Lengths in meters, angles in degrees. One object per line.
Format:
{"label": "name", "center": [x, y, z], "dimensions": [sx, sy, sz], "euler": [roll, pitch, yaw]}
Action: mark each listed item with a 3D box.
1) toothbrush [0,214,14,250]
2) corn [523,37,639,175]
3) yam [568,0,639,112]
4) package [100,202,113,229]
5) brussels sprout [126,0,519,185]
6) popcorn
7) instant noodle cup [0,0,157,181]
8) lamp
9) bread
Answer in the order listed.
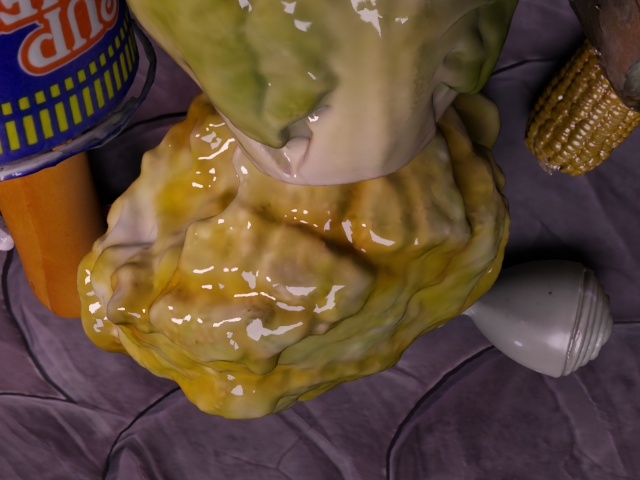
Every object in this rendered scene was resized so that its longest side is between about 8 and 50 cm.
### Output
{"label": "toothbrush", "center": [-0.388, -0.095, 1.344], "dimensions": [0.030, 0.025, 0.342], "euler": [-26, 128, 34]}
{"label": "corn", "center": [0.236, -0.137, 1.235], "dimensions": [0.080, 0.080, 0.238], "euler": [19, 132, -15]}
{"label": "yam", "center": [0.231, -0.209, 1.052], "dimensions": [0.161, 0.268, 0.161], "euler": [-10, 141, -8]}
{"label": "package", "center": [-0.169, -0.005, 1.419], "dimensions": [0.059, 0.029, 0.083], "euler": [4, 137, 7]}
{"label": "brussels sprout", "center": [0.004, -0.213, 0.998], "dimensions": [0.282, 0.289, 0.354], "euler": [-2, 113, 9]}
{"label": "popcorn", "center": [-0.004, 0.011, 1.258], "dimensions": [0.292, 0.293, 0.334], "euler": [33, 146, -24]}
{"label": "instant noodle cup", "center": [-0.266, -0.235, 1.058], "dimensions": [0.284, 0.284, 0.312], "euler": [-1, 127, 3]}
{"label": "lamp", "center": [0.168, 0.061, 1.421], "dimensions": [0.193, 0.106, 0.106], "euler": [10, 135, 3]}
{"label": "bread", "center": [-0.234, -0.024, 1.364], "dimensions": [0.093, 0.074, 0.239], "euler": [9, 136, 19]}
